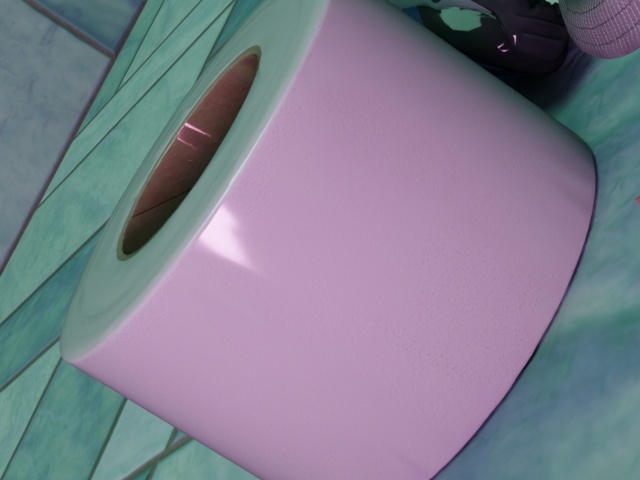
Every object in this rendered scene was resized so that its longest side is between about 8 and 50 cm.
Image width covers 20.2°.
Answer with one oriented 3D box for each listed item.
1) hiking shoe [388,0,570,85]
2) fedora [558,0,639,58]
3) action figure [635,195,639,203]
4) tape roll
[{"bbox_3d":[0.048,-0.082,1.099,0.304,0.113,0.132,-5,76,61],"label":"hiking shoe"},{"bbox_3d":[0.192,-0.172,0.713,0.275,0.124,0.243,-95,26,-79],"label":"fedora"},{"bbox_3d":[0.183,0.006,0.487,0.139,0.091,0.280,-43,19,15],"label":"action figure"},{"bbox_3d":[0.000,0.000,0.927,0.246,0.169,0.246,-50,17,21],"label":"tape roll"}]
